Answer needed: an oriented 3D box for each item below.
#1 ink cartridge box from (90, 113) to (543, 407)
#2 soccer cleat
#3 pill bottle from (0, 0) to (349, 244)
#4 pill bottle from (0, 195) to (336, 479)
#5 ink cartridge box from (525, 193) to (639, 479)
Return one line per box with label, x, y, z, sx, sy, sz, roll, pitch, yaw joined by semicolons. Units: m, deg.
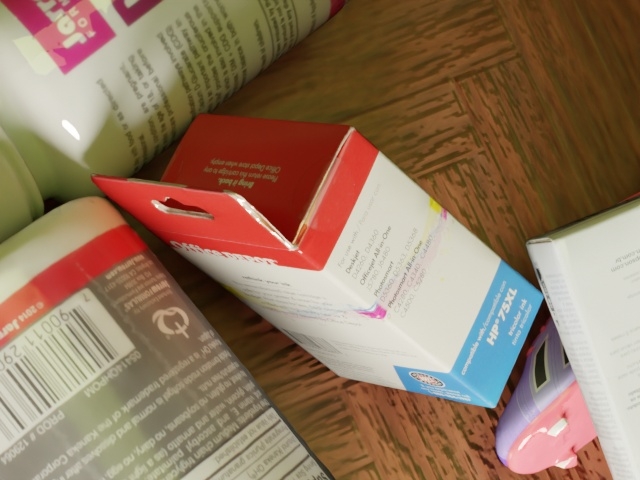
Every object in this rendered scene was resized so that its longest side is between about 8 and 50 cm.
ink cartridge box;0.000;0.000;1.103;0.231;0.134;0.078;40;69;-38
soccer cleat;0.180;0.039;1.226;0.095;0.083;0.248;36;75;29
pill bottle;-0.128;-0.122;1.143;0.283;0.160;0.160;-41;88;-18
pill bottle;-0.089;0.148;1.079;0.176;0.176;0.318;-38;87;-18
ink cartridge box;0.256;0.063;1.168;0.223;0.045;0.224;-22;93;-18
